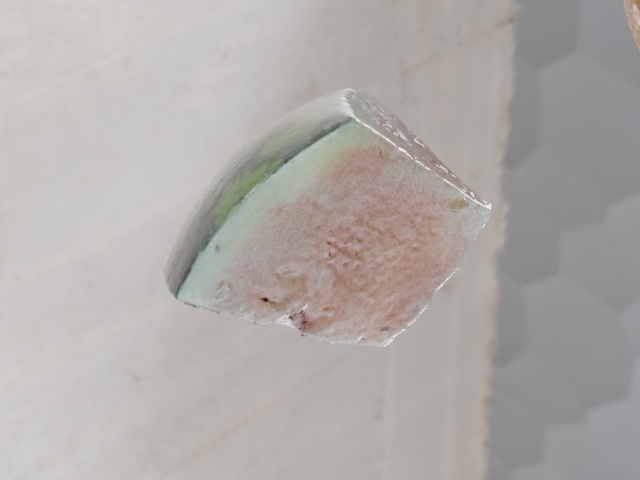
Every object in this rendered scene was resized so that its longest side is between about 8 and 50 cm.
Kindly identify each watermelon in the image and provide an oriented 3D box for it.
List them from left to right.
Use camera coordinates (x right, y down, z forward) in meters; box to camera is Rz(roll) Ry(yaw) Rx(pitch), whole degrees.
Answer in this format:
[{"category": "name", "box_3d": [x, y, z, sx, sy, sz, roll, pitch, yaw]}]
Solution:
[{"category": "watermelon", "box_3d": [0.000, 0.000, 1.307, 0.213, 0.201, 0.261, -51, 177, 11]}]

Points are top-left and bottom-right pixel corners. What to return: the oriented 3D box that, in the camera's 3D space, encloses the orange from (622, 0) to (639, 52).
[{"category": "orange", "box_3d": [0.460, -0.299, 1.816, 0.274, 0.274, 0.310, -17, 94, -46]}]
